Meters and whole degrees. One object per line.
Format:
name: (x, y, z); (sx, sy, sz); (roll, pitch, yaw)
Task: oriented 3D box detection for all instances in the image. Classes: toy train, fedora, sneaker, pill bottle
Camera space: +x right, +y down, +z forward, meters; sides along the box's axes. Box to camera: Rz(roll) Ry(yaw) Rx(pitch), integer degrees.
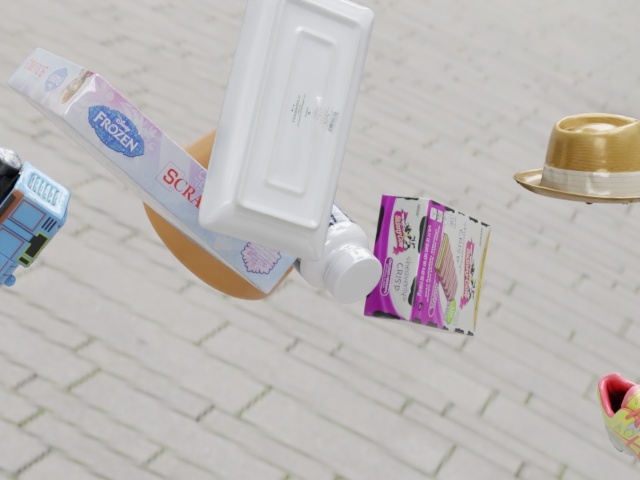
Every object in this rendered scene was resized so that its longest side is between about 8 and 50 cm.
toy train: (-0.313, 0.000, 1.350); (0.105, 0.184, 0.080); (37, 19, -15)
fedora: (0.301, -0.092, 1.590); (0.194, 0.079, 0.194); (1, 14, 0)
sneaker: (0.368, 0.207, 1.638); (0.094, 0.081, 0.208); (61, -16, -24)
pill bottle: (0.000, 0.000, 1.818); (0.094, 0.094, 0.169); (4, 32, -44)

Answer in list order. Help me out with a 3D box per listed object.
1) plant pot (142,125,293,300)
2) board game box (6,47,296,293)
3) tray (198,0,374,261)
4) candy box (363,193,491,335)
plant pot: (-0.116, -0.076, 2.423); (0.291, 0.203, 0.291); (36, 26, -21)
board game box: (-0.205, -0.090, 1.757); (0.318, 0.066, 0.318); (42, -6, -25)
tray: (-0.025, -0.125, 1.463); (0.145, 0.270, 0.030); (18, -11, -30)
candy box: (0.144, 0.037, 1.943); (0.071, 0.159, 0.233); (7, -4, 26)
